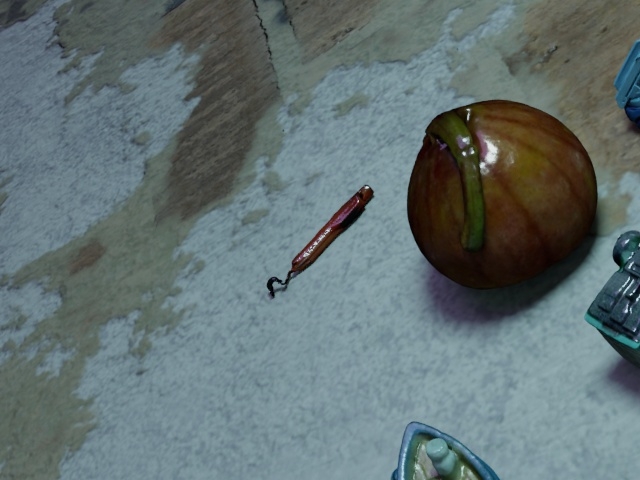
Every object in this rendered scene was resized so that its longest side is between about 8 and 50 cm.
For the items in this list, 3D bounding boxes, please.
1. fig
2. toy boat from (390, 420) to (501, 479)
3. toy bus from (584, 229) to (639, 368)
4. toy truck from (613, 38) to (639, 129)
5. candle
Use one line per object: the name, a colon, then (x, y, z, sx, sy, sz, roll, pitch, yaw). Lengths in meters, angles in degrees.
fig: (0.170, -0.052, 1.513, 0.205, 0.205, 0.205, -24, 39, 21)
toy boat: (0.113, 0.247, 1.326, 0.109, 0.098, 0.238, -31, 36, 8)
toy bus: (0.348, -0.001, 1.364, 0.261, 0.109, 0.091, -47, 38, -6)
toy truck: (0.333, -0.161, 1.562, 0.073, 0.090, 0.056, -21, 41, 24)
candle: (0.000, 0.000, 1.753, 0.167, 0.021, 0.026, -46, 35, -8)
